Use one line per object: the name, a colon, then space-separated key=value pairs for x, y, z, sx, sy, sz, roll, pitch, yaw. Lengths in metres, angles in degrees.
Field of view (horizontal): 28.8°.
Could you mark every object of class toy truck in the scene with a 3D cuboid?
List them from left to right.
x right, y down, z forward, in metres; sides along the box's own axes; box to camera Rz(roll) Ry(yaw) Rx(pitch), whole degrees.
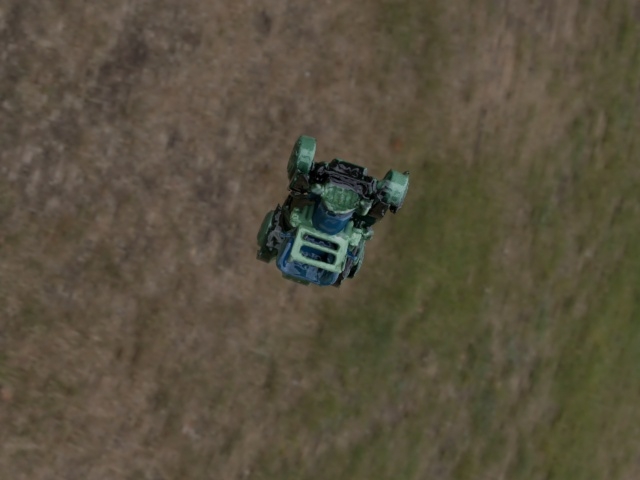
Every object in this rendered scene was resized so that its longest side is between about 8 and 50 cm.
toy truck: x=0.000 y=-0.001 z=0.848 sx=0.154 sy=0.080 sz=0.078 roll=119 pitch=-12 yaw=-63
